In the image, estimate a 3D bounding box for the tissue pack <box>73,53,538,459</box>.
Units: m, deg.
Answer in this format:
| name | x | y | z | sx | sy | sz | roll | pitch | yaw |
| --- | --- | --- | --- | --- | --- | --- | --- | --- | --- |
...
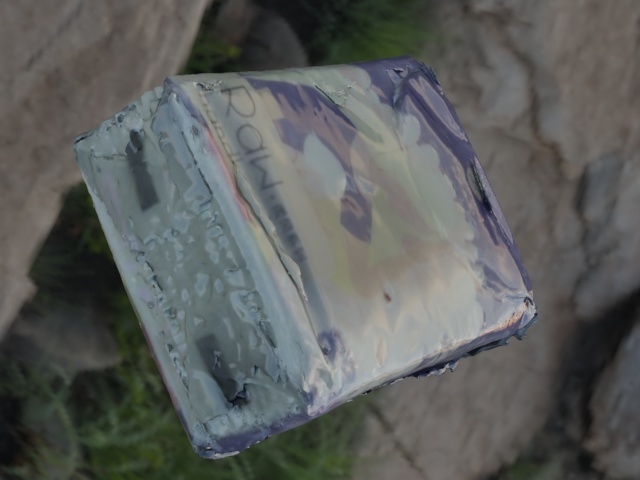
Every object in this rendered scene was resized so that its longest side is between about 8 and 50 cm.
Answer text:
| name | x | y | z | sx | sy | sz | roll | pitch | yaw |
| --- | --- | --- | --- | --- | --- | --- | --- | --- | --- |
| tissue pack | 0.000 | 0.000 | 1.249 | 0.343 | 0.125 | 0.242 | -14 | 79 | -55 |
